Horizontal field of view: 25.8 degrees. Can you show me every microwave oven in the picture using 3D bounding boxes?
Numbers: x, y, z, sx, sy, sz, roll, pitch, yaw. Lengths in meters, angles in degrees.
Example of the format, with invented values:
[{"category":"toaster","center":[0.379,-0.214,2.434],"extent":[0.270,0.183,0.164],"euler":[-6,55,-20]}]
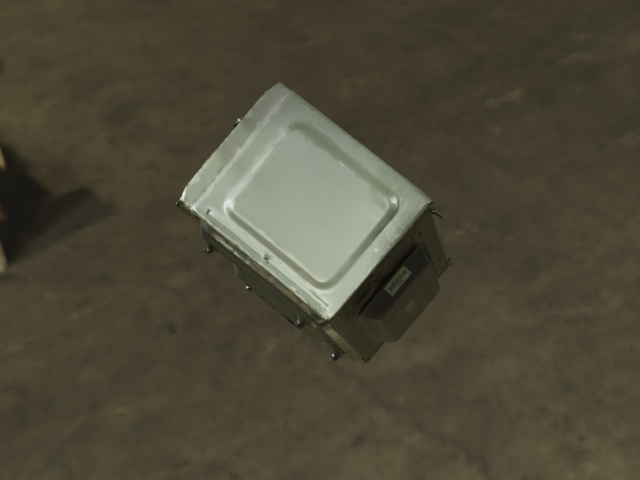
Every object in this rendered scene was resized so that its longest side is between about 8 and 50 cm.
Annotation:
[{"category":"microwave oven","center":[0.000,0.000,1.048],"extent":[0.163,0.205,0.129],"euler":[40,87,17]}]
